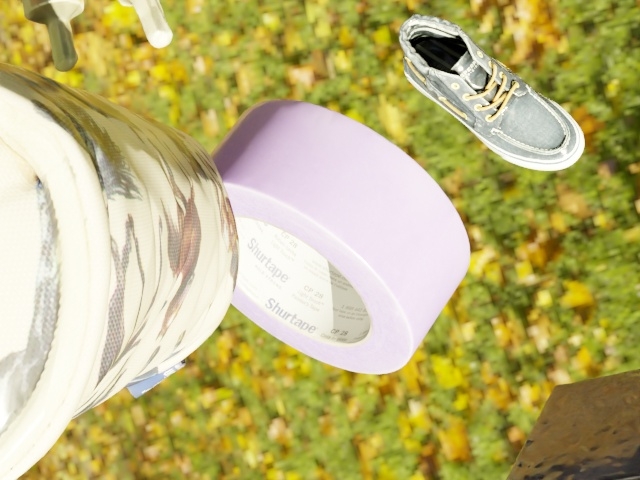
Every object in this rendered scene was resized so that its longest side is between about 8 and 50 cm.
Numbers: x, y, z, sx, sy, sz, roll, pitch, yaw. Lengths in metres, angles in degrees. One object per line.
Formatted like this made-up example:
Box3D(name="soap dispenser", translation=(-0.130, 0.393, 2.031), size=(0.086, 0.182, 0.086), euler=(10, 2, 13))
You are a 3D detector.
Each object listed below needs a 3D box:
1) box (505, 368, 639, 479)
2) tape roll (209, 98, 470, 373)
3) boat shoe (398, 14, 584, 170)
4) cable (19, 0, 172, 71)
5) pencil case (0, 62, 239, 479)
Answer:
Box3D(name="box", translation=(0.339, 0.245, 1.073), size=(0.294, 0.183, 0.296), euler=(-16, 109, 32))
Box3D(name="tape roll", translation=(0.000, 0.000, 0.945), size=(0.189, 0.080, 0.189), euler=(28, 152, 17))
Box3D(name="boat shoe", translation=(0.143, -0.126, 1.210), size=(0.183, 0.065, 0.083), euler=(34, 175, 18))
Box3D(name="cable", translation=(-0.142, -0.217, 0.627), size=(0.072, 0.139, 0.287), euler=(136, 130, -61))
Box3D(name="pencil case", translation=(-0.141, 0.017, 0.636), size=(0.160, 0.183, 0.410), euler=(32, -177, 2))
